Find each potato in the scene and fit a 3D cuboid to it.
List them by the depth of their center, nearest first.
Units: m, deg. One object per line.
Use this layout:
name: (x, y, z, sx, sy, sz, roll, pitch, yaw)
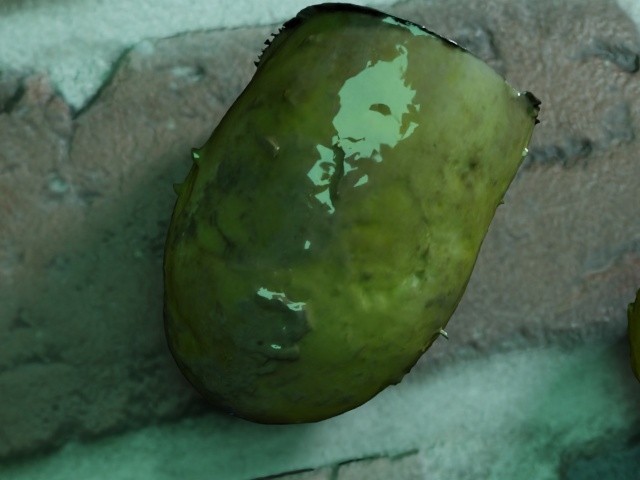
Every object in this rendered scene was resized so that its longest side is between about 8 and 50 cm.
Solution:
potato: (0.000, 0.000, 0.937, 0.229, 0.229, 0.266, 21, 79, -5)

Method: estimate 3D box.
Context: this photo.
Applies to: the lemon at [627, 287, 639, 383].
lemon: (0.315, 0.079, 0.984, 0.181, 0.180, 0.193, 0, 86, -10)
